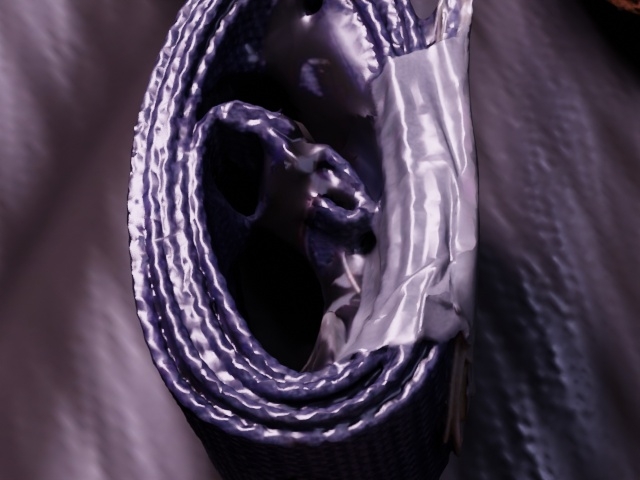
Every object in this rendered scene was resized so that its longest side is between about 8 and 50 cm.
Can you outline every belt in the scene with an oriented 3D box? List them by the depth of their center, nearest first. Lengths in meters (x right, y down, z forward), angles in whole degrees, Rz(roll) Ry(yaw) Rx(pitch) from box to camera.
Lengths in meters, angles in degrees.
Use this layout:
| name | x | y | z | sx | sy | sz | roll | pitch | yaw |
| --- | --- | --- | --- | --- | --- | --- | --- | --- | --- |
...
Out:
| name | x | y | z | sx | sy | sz | roll | pitch | yaw |
| --- | --- | --- | --- | --- | --- | --- | --- | --- | --- |
| belt | 0.000 | 0.000 | 0.686 | 0.140 | 0.126 | 0.230 | -5 | 59 | 5 |

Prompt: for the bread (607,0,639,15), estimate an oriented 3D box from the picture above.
| name | x | y | z | sx | sy | sz | roll | pitch | yaw |
| --- | --- | --- | --- | --- | --- | --- | --- | --- | --- |
| bread | 0.179 | -0.197 | 0.872 | 0.224 | 0.142 | 0.212 | 31 | 39 | 1 |
